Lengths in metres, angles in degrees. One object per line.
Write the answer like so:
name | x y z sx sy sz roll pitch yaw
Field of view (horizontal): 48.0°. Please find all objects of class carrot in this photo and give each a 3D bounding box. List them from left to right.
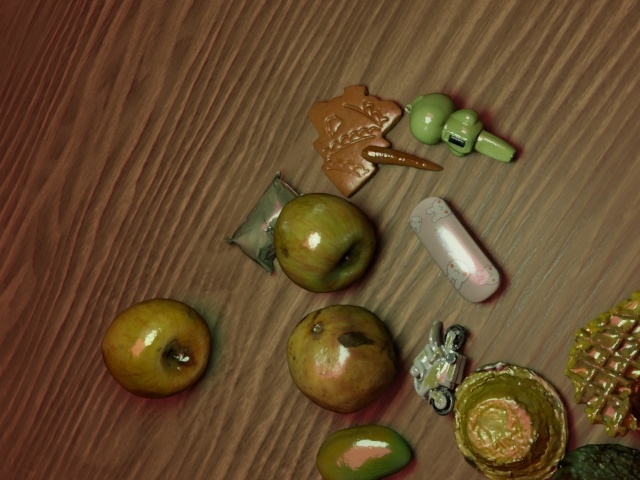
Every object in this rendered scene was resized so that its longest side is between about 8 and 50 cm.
carrot | 0.213 -0.209 1.868 0.216 0.048 0.048 13 92 10

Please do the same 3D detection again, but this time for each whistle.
whistle | 0.348 -0.283 1.794 0.294 0.141 0.141 19 95 9

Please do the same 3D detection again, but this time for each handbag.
handbag | -0.136 -0.044 2.020 0.182 0.117 0.270 42 104 16

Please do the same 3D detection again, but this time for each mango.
mango | 0.107 0.550 1.836 0.251 0.114 0.156 -25 67 25

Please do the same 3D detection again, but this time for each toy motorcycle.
toy motorcycle | 0.288 0.313 1.780 0.151 0.074 0.228 0 76 46

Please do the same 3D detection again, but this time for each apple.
apple | -0.477 0.306 2.079 0.275 0.299 0.298 16 93 56
apple | 0.000 0.000 1.869 0.265 0.264 0.264 -3 84 28

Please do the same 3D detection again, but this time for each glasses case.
glasses case | 0.333 0.021 1.783 0.113 0.075 0.296 -42 67 20

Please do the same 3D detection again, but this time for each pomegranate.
pomegranate | 0.050 0.298 1.810 0.281 0.281 0.280 -3 84 28

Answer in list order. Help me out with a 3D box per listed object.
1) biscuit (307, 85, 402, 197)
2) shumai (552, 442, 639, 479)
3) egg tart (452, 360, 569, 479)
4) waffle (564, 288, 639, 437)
biscuit | 0.085 -0.270 1.958 0.284 0.043 0.306 2 87 27
shumai | 0.630 0.646 1.470 0.395 0.395 0.347 28 120 27
egg tart | 0.431 0.433 1.675 0.295 0.116 0.294 -2 86 29
waffle | 0.687 0.259 1.536 0.324 0.151 0.261 -42 64 15
